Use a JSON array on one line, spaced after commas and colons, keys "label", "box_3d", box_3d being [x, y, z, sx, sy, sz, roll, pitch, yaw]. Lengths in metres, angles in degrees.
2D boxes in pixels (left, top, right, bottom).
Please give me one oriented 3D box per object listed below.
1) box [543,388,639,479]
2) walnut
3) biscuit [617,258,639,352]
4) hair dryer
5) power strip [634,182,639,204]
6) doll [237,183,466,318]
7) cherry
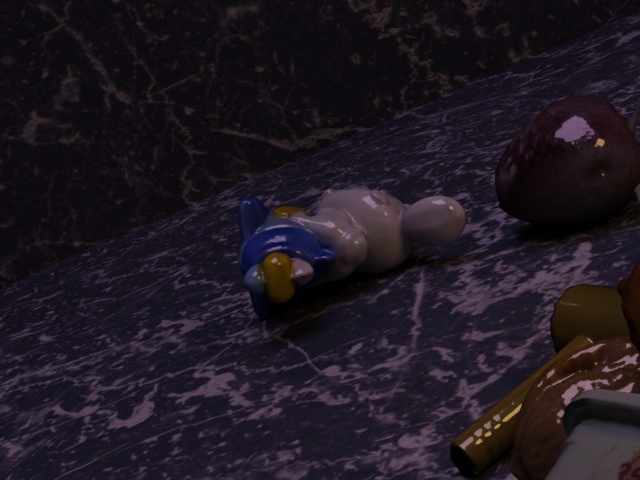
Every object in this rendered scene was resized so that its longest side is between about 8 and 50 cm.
[{"label": "box", "box_3d": [0.251, 0.223, 0.702, 0.182, 0.175, 0.311, -41, 23, -31]}, {"label": "walnut", "box_3d": [0.244, 0.160, 0.946, 0.184, 0.155, 0.155, -23, 14, 3]}, {"label": "biscuit", "box_3d": [0.352, 0.103, 0.870, 0.075, 0.296, 0.296, -62, -8, 29]}, {"label": "hair dryer", "box_3d": [0.246, 0.145, 1.158, 0.278, 0.090, 0.135, -35, 21, -24]}, {"label": "power strip", "box_3d": [0.364, 0.047, 1.092, 0.046, 0.118, 0.270, -25, 36, 19]}, {"label": "doll", "box_3d": [-0.003, -0.008, 1.821, 0.365, 0.187, 0.376, -20, -6, -26]}, {"label": "cherry", "box_3d": [0.379, -0.116, 1.701, 0.266, 0.184, 0.213, -33, 2, 15]}]
